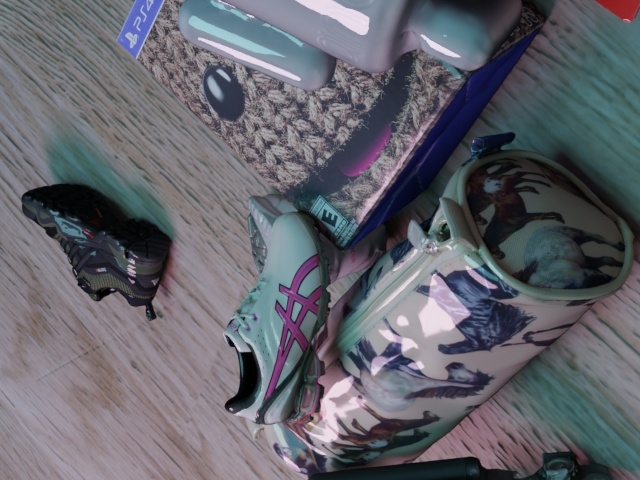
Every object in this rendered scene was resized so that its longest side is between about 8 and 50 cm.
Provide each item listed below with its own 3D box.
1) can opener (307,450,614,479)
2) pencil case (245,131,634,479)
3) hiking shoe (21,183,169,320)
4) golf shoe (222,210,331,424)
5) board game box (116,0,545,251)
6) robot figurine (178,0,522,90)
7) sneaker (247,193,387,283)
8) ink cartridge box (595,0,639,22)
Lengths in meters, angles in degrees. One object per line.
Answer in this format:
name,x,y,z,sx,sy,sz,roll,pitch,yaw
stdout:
can opener,0.127,0.248,1.338,0.283,0.076,0.095,-8,113,11
pencil case,0.086,0.079,1.327,0.410,0.183,0.160,-48,35,46
hiking shoe,-0.274,0.013,1.745,0.227,0.086,0.114,28,121,35
golf shoe,-0.039,0.066,1.287,0.067,0.086,0.186,-2,85,64
board game box,0.002,-0.182,1.302,0.291,0.141,0.232,43,133,10
robot figurine,-0.009,-0.254,1.081,0.353,0.200,0.300,27,118,8
sneaker,0.000,0.000,1.456,0.232,0.115,0.090,-149,50,-67
ink cartridge box,0.196,-0.285,1.147,0.231,0.078,0.134,43,132,26
